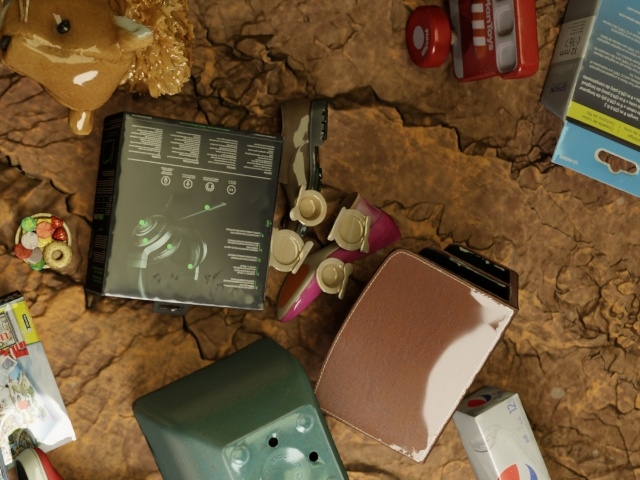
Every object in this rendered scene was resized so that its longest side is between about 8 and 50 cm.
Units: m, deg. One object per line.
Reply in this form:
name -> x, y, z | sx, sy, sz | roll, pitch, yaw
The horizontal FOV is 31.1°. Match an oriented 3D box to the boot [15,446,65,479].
boot -> -0.325, 0.369, 1.667 | 0.176, 0.088, 0.244 | -29, 119, -20

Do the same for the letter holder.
letter holder -> 0.138, 0.149, 1.766 | 0.214, 0.152, 0.301 | 27, 111, 0

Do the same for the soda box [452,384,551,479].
soda box -> 0.320, 0.393, 1.934 | 0.091, 0.098, 0.286 | -26, 101, -19

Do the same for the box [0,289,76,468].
box -> -0.459, 0.206, 1.621 | 0.159, 0.044, 0.233 | -22, 109, -20

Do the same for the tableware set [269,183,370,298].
tableware set -> 0.000, 0.000, 1.747 | 0.169, 0.020, 0.141 | 27, 77, -25

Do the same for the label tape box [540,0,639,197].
label tape box -> 0.520, -0.260, 1.990 | 0.249, 0.115, 0.347 | 19, 87, -21

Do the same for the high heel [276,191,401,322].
high heel -> 0.030, 0.048, 1.825 | 0.117, 0.082, 0.244 | 40, 72, -25

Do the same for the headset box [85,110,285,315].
headset box -> -0.201, -0.030, 1.691 | 0.246, 0.131, 0.283 | 6, 89, -22

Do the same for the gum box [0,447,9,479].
gum box -> -0.524, 0.348, 1.583 | 0.184, 0.041, 0.157 | -12, 107, -5

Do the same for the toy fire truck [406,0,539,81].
toy fire truck -> 0.260, -0.396, 1.801 | 0.169, 0.254, 0.302 | -4, 93, -22

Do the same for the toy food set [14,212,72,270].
toy food set -> -0.403, 0.002, 1.670 | 0.083, 0.020, 0.083 | -2, 93, -22

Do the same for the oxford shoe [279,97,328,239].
oxford shoe -> -0.043, -0.109, 1.793 | 0.096, 0.083, 0.227 | 5, 94, 4

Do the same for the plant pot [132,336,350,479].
plant pot -> -0.092, 0.310, 1.681 | 0.248, 0.252, 0.247 | -25, 100, -20

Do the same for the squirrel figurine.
squirrel figurine -> -0.300, -0.324, 1.515 | 0.397, 0.370, 0.281 | 9, 132, -46
